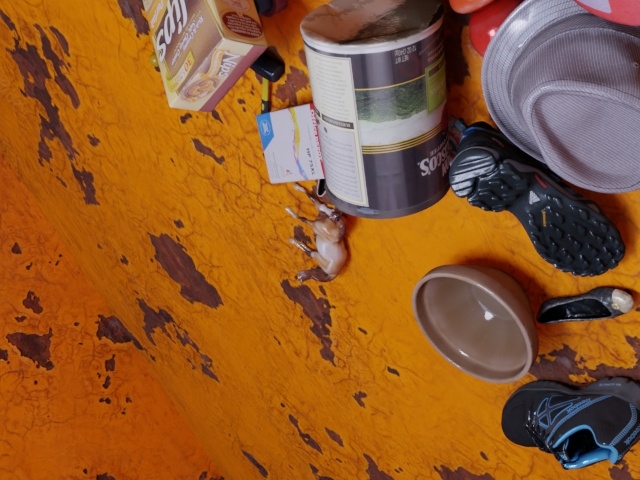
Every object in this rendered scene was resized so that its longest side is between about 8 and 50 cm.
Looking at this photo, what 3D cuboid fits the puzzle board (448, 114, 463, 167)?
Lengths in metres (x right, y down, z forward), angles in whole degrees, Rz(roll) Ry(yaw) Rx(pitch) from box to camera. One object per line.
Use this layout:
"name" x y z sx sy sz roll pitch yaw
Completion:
"puzzle board" 0.238 -0.127 1.162 0.128 0.011 0.096 42 147 13

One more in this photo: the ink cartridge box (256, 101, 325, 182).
"ink cartridge box" -0.008 -0.180 1.307 0.231 0.078 0.134 0 106 50

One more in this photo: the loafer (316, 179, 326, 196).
"loafer" 0.017 -0.131 1.392 0.045 0.039 0.125 36 145 21

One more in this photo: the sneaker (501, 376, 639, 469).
"sneaker" 0.422 0.328 1.292 0.125 0.139 0.341 48 149 -2

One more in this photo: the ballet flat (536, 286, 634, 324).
"ballet flat" 0.418 0.111 1.155 0.057 0.049 0.173 54 147 -9

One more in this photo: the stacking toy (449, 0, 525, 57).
"stacking toy" 0.167 -0.367 0.902 0.141 0.141 0.330 -6 124 52

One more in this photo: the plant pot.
"plant pot" 0.286 0.124 1.271 0.237 0.109 0.237 32 144 27

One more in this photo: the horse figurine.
"horse figurine" 0.000 0.000 1.526 0.174 0.066 0.263 33 142 34

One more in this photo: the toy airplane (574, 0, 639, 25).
"toy airplane" 0.420 -0.238 0.586 0.386 0.273 0.384 29 157 -2

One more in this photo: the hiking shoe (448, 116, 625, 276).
"hiking shoe" 0.321 -0.067 1.047 0.304 0.132 0.113 35 131 -17

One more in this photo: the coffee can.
"coffee can" 0.088 -0.200 1.082 0.201 0.201 0.276 22 137 36

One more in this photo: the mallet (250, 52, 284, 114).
"mallet" -0.098 -0.272 1.396 0.062 0.039 0.190 30 148 23

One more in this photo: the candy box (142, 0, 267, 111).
"candy box" -0.203 -0.392 1.181 0.183 0.087 0.317 -37 62 44

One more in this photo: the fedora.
"fedora" 0.319 -0.153 0.855 0.275 0.124 0.244 34 134 -12

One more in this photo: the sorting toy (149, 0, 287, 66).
"sorting toy" -0.207 -0.380 1.326 0.365 0.126 0.127 -5 120 53
